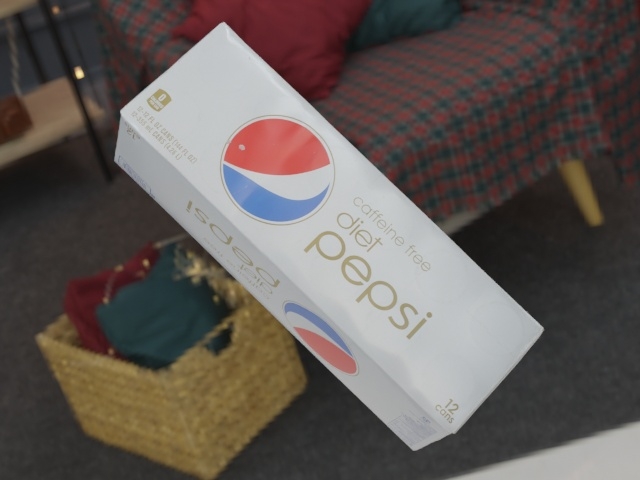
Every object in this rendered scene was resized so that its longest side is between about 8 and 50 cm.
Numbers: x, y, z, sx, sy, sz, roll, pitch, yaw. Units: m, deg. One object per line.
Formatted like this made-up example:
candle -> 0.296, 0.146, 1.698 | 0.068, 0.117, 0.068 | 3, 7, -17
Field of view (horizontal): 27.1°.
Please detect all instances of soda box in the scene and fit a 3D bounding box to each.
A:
soda box -> 0.000, 0.000, 0.648 | 0.074, 0.216, 0.069 | -45, -3, -19
